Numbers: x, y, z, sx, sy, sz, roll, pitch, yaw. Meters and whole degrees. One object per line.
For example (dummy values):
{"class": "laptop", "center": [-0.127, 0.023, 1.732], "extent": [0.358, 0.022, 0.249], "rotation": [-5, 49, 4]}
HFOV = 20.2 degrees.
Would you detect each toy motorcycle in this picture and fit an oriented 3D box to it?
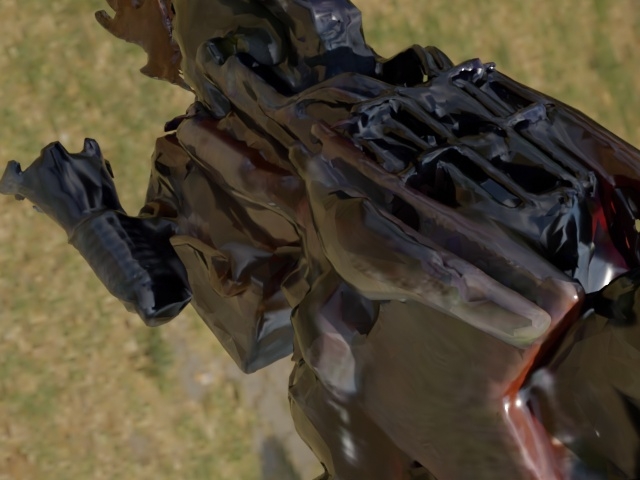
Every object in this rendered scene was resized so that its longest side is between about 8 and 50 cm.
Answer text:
{"class": "toy motorcycle", "center": [0.000, 0.000, 0.633], "extent": [0.134, 0.401, 0.207], "rotation": [-25, 143, -36]}
